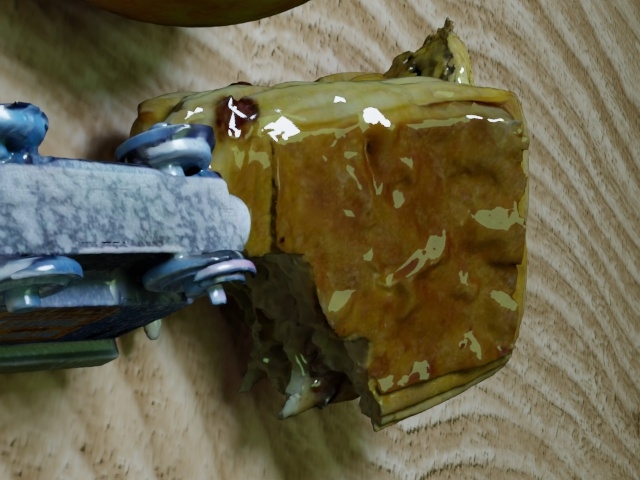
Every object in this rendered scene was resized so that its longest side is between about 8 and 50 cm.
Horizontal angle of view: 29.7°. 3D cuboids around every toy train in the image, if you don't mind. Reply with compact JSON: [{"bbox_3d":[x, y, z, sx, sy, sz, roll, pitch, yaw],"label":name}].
[{"bbox_3d":[-0.183,0.004,0.766,0.300,0.202,0.131,4,65,-58],"label":"toy train"}]

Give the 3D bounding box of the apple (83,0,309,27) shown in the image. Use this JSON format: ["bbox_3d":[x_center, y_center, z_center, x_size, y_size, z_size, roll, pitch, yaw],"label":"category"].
[{"bbox_3d":[-0.087,-0.327,0.874,0.339,0.339,0.339,14,74,-57],"label":"apple"}]

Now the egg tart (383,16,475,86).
[{"bbox_3d":[0.097,-0.085,1.266,0.297,0.132,0.297,180,-90,-83],"label":"egg tart"}]

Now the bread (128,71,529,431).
[{"bbox_3d":[0.000,0.000,1.053,0.370,0.191,0.314,-11,114,-29],"label":"bread"}]
